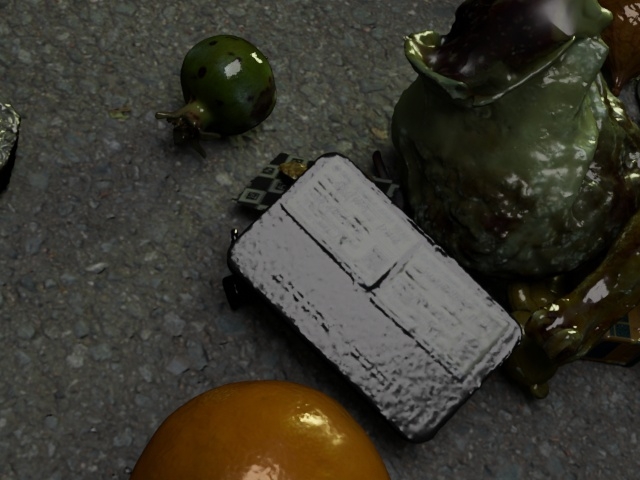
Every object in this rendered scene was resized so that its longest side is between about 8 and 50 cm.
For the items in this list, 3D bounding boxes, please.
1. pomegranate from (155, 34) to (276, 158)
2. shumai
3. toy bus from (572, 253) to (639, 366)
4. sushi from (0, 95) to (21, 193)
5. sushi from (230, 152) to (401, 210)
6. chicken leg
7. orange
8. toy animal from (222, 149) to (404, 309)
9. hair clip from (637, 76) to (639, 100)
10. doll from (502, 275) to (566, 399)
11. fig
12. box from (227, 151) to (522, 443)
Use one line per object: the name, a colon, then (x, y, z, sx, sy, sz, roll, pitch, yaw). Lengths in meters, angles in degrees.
pomegranate: (-0.135, -0.200, 1.597, 0.148, 0.148, 0.169, 22, 70, -2)
shumai: (0.277, -0.188, 1.547, 0.395, 0.348, 0.395, 0, 45, 0)
toy bus: (0.408, 0.075, 1.611, 0.103, 0.091, 0.182, 8, 61, -12)
sushi: (-0.444, -0.117, 1.505, 0.091, 0.078, 0.150, 15, 58, -13)
sushi: (-0.007, -0.078, 1.564, 0.201, 0.031, 0.139, 15, 42, 22)
chicken leg: (0.430, 0.042, 1.491, 0.361, 0.211, 0.140, -42, 39, 0)
orange: (-0.066, 0.305, 1.242, 0.312, 0.312, 0.312, 6, 61, -11)
toy animal: (0.024, 0.009, 1.548, 0.324, 0.090, 0.195, -33, 71, -26)
hair clip: (0.599, -0.243, 1.857, 0.220, 0.054, 0.140, -12, 53, -14)
doll: (0.286, 0.111, 1.576, 0.137, 0.097, 0.209, 49, 39, -21)
fig: (0.493, -0.296, 1.832, 0.146, 0.134, 0.201, 4, 78, 19)
box: (0.067, 0.070, 1.451, 0.350, 0.058, 0.211, 45, 80, 4)
